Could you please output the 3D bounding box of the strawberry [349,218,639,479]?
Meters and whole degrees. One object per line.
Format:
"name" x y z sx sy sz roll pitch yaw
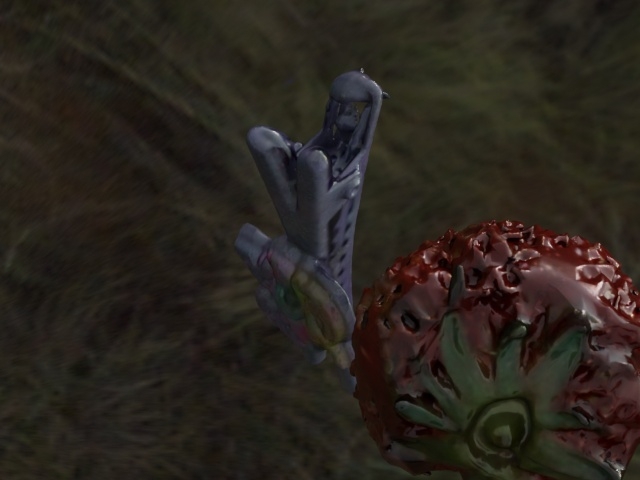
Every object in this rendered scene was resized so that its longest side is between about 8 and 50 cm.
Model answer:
"strawberry" 0.118 0.062 1.146 0.187 0.201 0.184 -33 103 26

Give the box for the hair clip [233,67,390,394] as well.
"hair clip" -0.010 0.003 1.405 0.090 0.137 0.278 -29 136 -36
